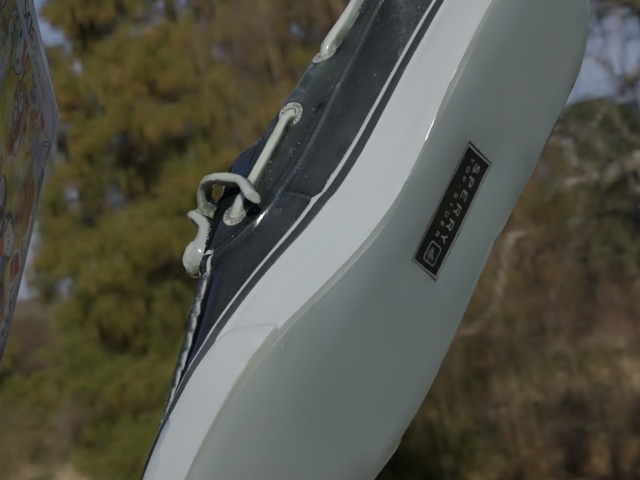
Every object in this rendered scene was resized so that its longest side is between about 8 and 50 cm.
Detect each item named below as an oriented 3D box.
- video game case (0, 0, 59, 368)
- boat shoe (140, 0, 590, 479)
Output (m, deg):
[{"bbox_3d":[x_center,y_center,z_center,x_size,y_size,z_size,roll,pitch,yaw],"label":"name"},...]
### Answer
[{"bbox_3d":[-0.203,-0.041,1.111,0.026,0.227,0.206,6,-30,4],"label":"video game case"},{"bbox_3d":[-0.002,-0.002,0.773,0.105,0.306,0.113,19,-13,40],"label":"boat shoe"}]
